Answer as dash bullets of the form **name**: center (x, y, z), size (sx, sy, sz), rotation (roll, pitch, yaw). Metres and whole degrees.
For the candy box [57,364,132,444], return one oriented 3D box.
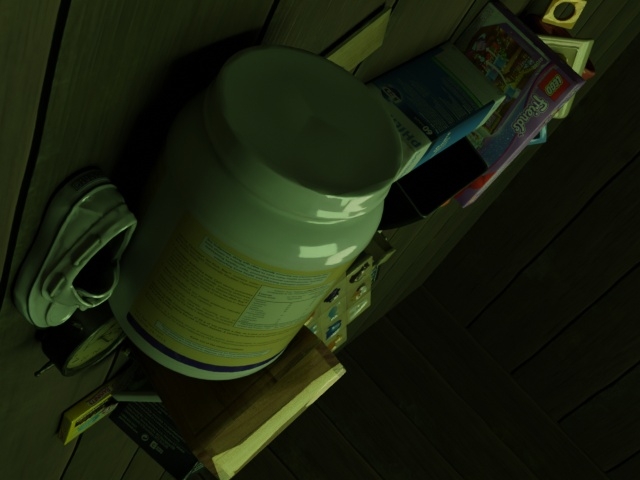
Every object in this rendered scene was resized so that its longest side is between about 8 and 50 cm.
- **candy box**: center (-0.367, 0.273, 1.702), size (0.206, 0.027, 0.105), rotation (-35, 168, -36)

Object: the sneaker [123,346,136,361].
- **sneaker**: center (-0.291, 0.182, 1.607), size (0.031, 0.035, 0.083), rotation (-49, 168, 28)

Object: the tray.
- **tray**: center (-0.139, 0.150, 1.340), size (0.203, 0.076, 0.411), rotation (-42, -155, -8)

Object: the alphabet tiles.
- **alphabet tiles**: center (-0.044, 0.165, 1.560), size (0.342, 0.011, 0.285), rotation (-38, 154, -19)

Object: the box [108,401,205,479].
- **box**: center (-0.166, 0.234, 1.780), size (0.312, 0.179, 0.343), rotation (-52, 169, 9)

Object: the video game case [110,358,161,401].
- **video game case**: center (-0.221, 0.177, 1.505), size (0.190, 0.022, 0.173), rotation (-8, -140, 45)

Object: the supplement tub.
- **supplement tub**: center (-0.078, -0.023, 1.061), size (0.241, 0.241, 0.331), rotation (-32, 165, -45)

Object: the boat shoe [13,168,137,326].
- **boat shoe**: center (-0.260, 0.034, 1.038), size (0.095, 0.084, 0.258), rotation (-35, 166, -37)

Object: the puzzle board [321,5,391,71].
- **puzzle board**: center (0.036, -0.242, 1.253), size (0.128, 0.011, 0.096), rotation (-40, 170, -15)

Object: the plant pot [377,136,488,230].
- **plant pot**: center (0.128, -0.121, 1.622), size (0.187, 0.188, 0.167), rotation (-36, 178, -36)

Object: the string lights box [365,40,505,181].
- **string lights box**: center (0.158, -0.204, 1.500), size (0.259, 0.133, 0.077), rotation (-33, 165, -41)

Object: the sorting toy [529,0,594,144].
- **sorting toy**: center (0.399, -0.303, 1.817), size (0.047, 0.196, 0.348), rotation (-94, -171, -45)

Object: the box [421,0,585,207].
- **box**: center (0.272, -0.227, 1.644), size (0.293, 0.201, 0.057), rotation (-50, 167, 31)

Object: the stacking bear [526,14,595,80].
- **stacking bear**: center (0.395, -0.296, 1.969), size (0.289, 0.164, 0.175), rotation (-44, 170, 28)

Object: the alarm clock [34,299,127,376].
- **alarm clock**: center (-0.289, 0.109, 1.272), size (0.129, 0.064, 0.192), rotation (-49, 165, 26)

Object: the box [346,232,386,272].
- **box**: center (-0.002, 0.114, 2.224), size (0.318, 0.097, 0.395), rotation (-38, 169, -10)

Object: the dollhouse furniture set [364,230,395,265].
- **dollhouse furniture set**: center (0.000, 0.000, 1.575), size (0.101, 0.182, 0.161), rotation (-49, 168, 26)

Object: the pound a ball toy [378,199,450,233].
- **pound a ball toy**: center (0.201, -0.126, 1.941), size (0.208, 0.136, 0.319), rotation (-38, 167, -26)
